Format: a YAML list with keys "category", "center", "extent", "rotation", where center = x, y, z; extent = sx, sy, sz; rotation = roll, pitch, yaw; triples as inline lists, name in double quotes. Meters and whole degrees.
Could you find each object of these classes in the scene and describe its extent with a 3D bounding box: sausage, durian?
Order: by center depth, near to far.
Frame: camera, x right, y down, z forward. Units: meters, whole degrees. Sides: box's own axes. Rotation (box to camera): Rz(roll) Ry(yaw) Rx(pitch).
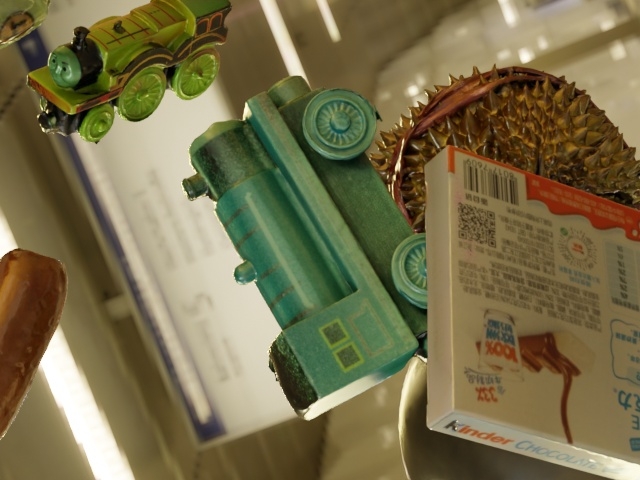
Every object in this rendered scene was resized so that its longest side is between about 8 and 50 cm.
- category: "sausage"
  center: [-0.290, 0.100, 1.537]
  extent: [0.197, 0.076, 0.076]
  rotation: [-69, -27, -21]
- category: "durian"
  center: [0.220, -0.039, 2.027]
  extent: [0.347, 0.384, 0.347]
  rotation: [15, -119, -28]

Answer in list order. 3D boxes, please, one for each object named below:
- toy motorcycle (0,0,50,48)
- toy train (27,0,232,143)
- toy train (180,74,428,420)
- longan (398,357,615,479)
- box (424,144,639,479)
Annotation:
- category: "toy motorcycle"
  center: [-0.467, -0.333, 1.960]
  extent: [0.169, 0.410, 0.237]
  rotation: [97, -179, -53]
- category: "toy train"
  center: [-0.243, -0.232, 2.171]
  extent: [0.100, 0.296, 0.160]
  rotation: [35, 134, 26]
- category: "toy train"
  center: [0.000, 0.000, 1.535]
  extent: [0.298, 0.194, 0.120]
  rotation: [59, 165, 12]
- category: "longan"
  center: [0.237, 0.201, 1.668]
  extent: [0.350, 0.288, 0.288]
  rotation: [56, -175, 14]
- category: "box"
  center: [0.216, 0.071, 1.475]
  extent: [0.273, 0.048, 0.265]
  rotation: [19, -126, -23]
